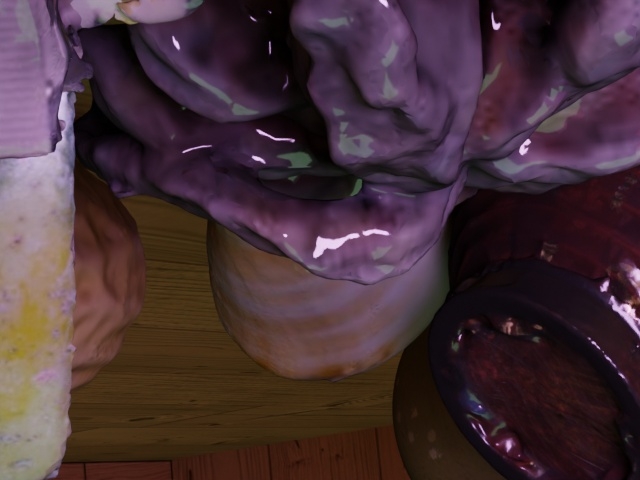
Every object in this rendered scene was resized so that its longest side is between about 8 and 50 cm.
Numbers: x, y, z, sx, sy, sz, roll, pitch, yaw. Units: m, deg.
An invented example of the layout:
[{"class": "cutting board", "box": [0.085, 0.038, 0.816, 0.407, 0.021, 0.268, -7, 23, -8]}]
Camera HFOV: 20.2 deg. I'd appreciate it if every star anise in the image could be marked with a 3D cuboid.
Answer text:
[{"class": "star anise", "box": [0.036, -0.055, 0.647, 0.315, 0.139, 0.359, -5, 179, 12]}]

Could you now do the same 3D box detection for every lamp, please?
[{"class": "lamp", "box": [0.178, 0.029, 0.960, 0.247, 0.247, 0.247, -5, 170, -1]}]

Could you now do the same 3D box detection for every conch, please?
[{"class": "conch", "box": [0.001, 0.012, 1.009, 0.158, 0.127, 0.255, -7, 169, 12]}]

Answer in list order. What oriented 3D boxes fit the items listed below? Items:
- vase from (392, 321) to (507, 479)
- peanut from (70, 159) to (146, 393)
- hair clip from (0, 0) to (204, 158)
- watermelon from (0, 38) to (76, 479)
[{"class": "vase", "box": [0.236, 0.091, 1.424, 0.329, 0.241, 0.302, -33, 176, -41]}, {"class": "peanut", "box": [-0.198, 0.008, 0.843, 0.140, 0.153, 0.325, -49, 152, 16]}, {"class": "hair clip", "box": [-0.091, -0.095, 0.483, 0.116, 0.049, 0.172, -1, 138, 0]}, {"class": "watermelon", "box": [-0.187, -0.021, 0.672, 0.261, 0.213, 0.201, -2, -173, 13]}]
